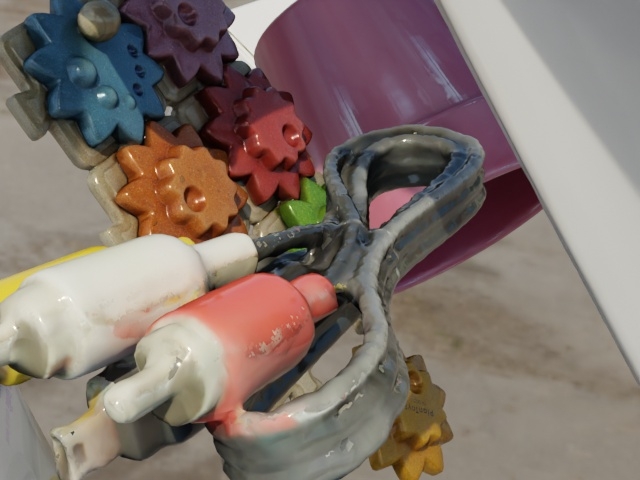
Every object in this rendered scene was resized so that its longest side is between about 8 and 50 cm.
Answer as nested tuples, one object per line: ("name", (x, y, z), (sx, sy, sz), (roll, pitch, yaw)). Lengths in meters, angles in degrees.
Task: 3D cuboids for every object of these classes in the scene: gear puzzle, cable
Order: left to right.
("gear puzzle", (-0.025, -0.003, 0.713), (0.044, 0.339, 0.175), (-26, 14, 38))
("cable", (0.000, 0.000, 0.453), (0.139, 0.072, 0.287), (4, 27, 35))

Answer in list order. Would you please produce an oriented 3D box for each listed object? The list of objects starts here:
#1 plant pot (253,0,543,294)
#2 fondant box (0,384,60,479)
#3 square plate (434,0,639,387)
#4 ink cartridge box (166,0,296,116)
("plant pot", (0.051, -0.080, 0.900), (0.201, 0.201, 0.180), (-11, 67, -48))
("fondant box", (-0.136, 0.225, 0.606), (0.096, 0.330, 0.238), (-21, 28, -3))
("square plate", (0.184, -0.003, 0.295), (0.049, 0.344, 0.347), (-46, 32, -22))
("ink cartridge box", (-0.012, -0.160, 1.350), (0.273, 0.198, 0.115), (-28, 68, -40))
